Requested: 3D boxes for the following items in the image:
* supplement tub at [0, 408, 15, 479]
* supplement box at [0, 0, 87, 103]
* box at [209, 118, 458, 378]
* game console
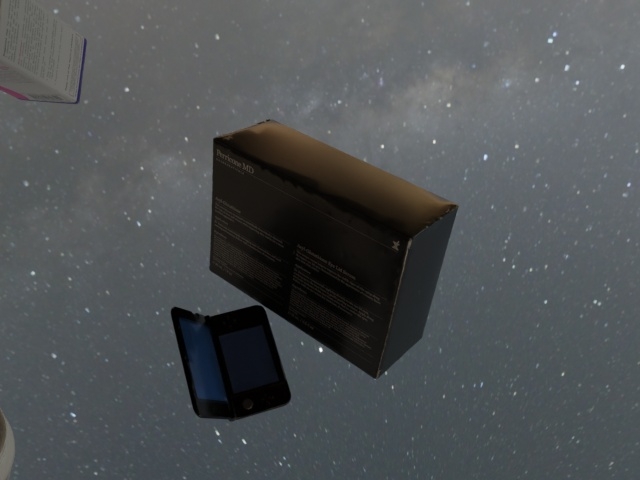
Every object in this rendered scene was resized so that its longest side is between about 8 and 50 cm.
[{"bbox_3d":[-0.441,0.269,0.746,0.144,0.200,0.144,17,-135,-17],"label":"supplement tub"},{"bbox_3d":[-0.450,-0.285,0.931,0.111,0.220,0.114,6,-91,7],"label":"supplement box"},{"bbox_3d":[0.000,0.000,0.712,0.261,0.184,0.103,29,-139,28],"label":"box"},{"bbox_3d":[-0.094,0.125,0.685,0.107,0.071,0.122,-13,-115,-15],"label":"game console"}]
